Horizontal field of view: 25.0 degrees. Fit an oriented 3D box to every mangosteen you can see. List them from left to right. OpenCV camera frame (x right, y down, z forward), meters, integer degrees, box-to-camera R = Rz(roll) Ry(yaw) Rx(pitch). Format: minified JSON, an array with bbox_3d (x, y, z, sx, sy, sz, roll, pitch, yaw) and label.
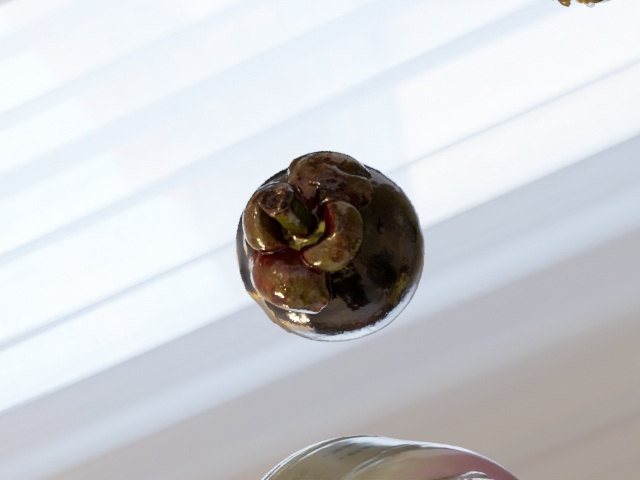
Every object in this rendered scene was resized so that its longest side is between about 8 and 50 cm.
[{"bbox_3d":[0.000,0.000,1.542,0.211,0.211,0.250,69,-170,22],"label":"mangosteen"}]

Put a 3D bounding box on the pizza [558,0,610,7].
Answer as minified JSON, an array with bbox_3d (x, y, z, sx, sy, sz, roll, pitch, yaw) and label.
[{"bbox_3d":[0.164,-0.260,1.086,0.062,0.161,0.182,-45,-60,-42],"label":"pizza"}]

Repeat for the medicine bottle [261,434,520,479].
[{"bbox_3d":[0.078,0.273,1.085,0.241,0.241,0.302,65,156,-7],"label":"medicine bottle"}]
